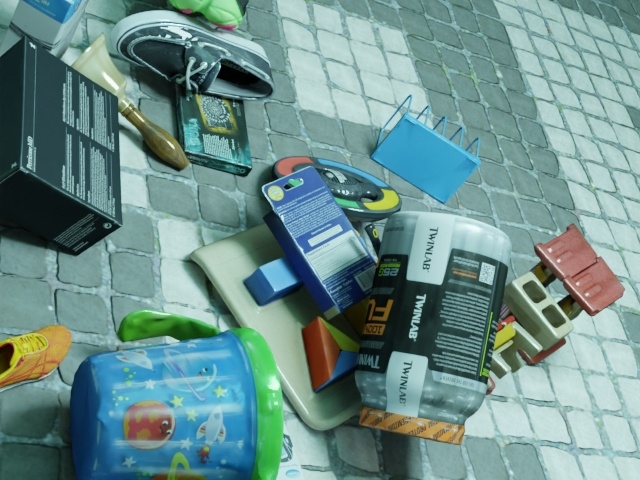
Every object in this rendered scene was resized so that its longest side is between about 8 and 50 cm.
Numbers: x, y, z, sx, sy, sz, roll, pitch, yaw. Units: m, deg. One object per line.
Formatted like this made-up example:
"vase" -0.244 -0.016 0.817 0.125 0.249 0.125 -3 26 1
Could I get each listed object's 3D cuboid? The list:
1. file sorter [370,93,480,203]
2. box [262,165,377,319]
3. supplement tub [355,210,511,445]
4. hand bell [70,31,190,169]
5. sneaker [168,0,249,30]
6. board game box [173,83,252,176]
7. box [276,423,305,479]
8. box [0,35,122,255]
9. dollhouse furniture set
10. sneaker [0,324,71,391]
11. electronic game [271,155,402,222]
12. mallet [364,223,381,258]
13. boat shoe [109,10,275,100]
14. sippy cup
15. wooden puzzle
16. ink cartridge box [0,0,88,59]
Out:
"file sorter" 0.204 -0.178 2.181 0.170 0.118 0.104 31 38 -11
"box" 0.000 0.000 1.784 0.136 0.036 0.225 -27 84 -48
"supplement tub" 0.160 0.129 1.682 0.193 0.193 0.316 16 79 -26
"hand bell" -0.301 -0.201 1.838 0.242 0.126 0.126 44 38 -14
"sneaker" -0.175 -0.519 2.069 0.185 0.202 0.483 22 18 -20
"board game box" -0.185 -0.198 1.964 0.126 0.026 0.186 13 47 -27
"box" -0.075 0.296 1.600 0.081 0.028 0.136 1 56 -37
"box" -0.386 -0.136 1.655 0.184 0.103 0.261 36 33 -42
"dollhouse furniture set" 0.318 0.136 1.931 0.374 0.201 0.152 -25 71 -41
"sneaker" -0.379 0.148 1.466 0.064 0.067 0.175 47 39 10
"electronic game" 0.028 -0.091 1.956 0.229 0.048 0.229 15 22 -6
"mallet" 0.108 0.067 1.789 0.062 0.039 0.190 -45 111 -43
"boat shoe" -0.208 -0.297 1.943 0.301 0.108 0.102 12 43 -38
"sippy cup" -0.190 0.225 1.441 0.224 0.305 0.240 3 96 -23
"wooden puzzle" 0.010 0.094 1.809 0.322 0.080 0.348 -23 70 -47
"ink cartridge box" -0.421 -0.350 1.791 0.082 0.191 0.140 30 40 -10
